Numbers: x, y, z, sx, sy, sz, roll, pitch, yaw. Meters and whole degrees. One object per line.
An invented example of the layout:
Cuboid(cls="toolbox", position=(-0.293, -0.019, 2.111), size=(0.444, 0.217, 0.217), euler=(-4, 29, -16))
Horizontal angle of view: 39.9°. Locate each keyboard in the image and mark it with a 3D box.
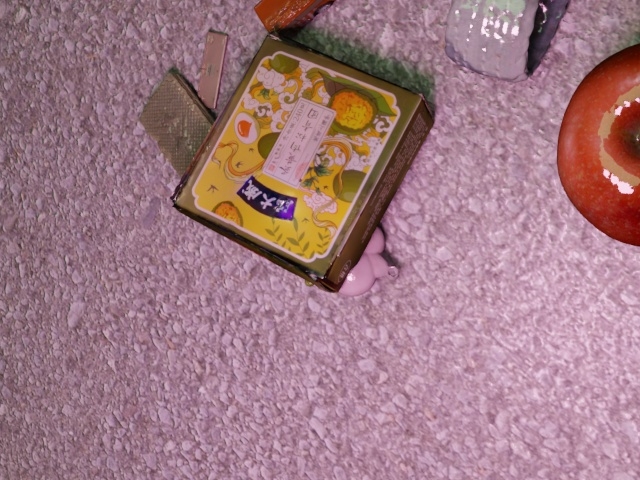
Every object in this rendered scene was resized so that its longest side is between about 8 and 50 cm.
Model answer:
Cuboid(cls="keyboard", position=(-0.243, -0.381, 1.976), size=(0.055, 0.017, 0.165), euler=(14, 100, 20))

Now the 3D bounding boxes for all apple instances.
Cuboid(cls="apple", position=(0.562, -0.158, 1.459), size=(0.349, 0.277, 0.348), euler=(2, 94, 25))

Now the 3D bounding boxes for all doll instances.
Cuboid(cls="doll", position=(0.000, 0.000, 1.829), size=(0.365, 0.094, 0.160), euler=(26, 75, 20))

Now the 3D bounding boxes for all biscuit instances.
Cuboid(cls="biscuit", position=(-0.303, -0.239, 1.977), size=(0.150, 0.052, 0.252), euler=(-47, 69, 27))

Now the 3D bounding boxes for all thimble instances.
Cuboid(cls="thimble", position=(0.340, -0.417, 1.587), size=(0.172, 0.205, 0.250), euler=(23, 98, 22))

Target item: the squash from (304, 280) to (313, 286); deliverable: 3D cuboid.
Cuboid(cls="squash", position=(-0.004, 0.069, 1.886), size=(0.083, 0.027, 0.027), euler=(-44, 75, 21))

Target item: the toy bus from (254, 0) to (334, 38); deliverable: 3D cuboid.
Cuboid(cls="toy bus", position=(0.042, -0.560, 1.783), size=(0.409, 0.092, 0.093), euler=(-36, 81, 24))

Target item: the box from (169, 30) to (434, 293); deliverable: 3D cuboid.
Cuboid(cls="box", position=(-0.035, -0.160, 1.756), size=(0.373, 0.138, 0.420), euler=(27, 85, 22))
